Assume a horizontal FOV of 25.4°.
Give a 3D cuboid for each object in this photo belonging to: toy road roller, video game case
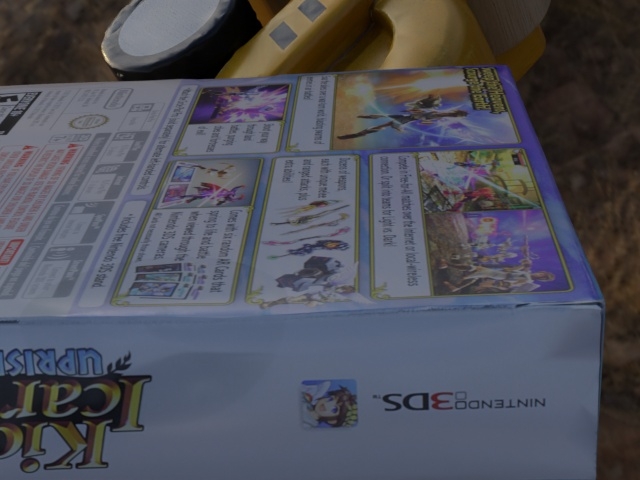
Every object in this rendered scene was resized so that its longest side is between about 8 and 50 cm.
[{"bbox_3d":[0.055,-0.111,0.887,0.329,0.202,0.240,-46,41,-19],"label":"toy road roller"},{"bbox_3d":[-0.041,0.000,0.510,0.244,0.061,0.269,-3,20,3],"label":"video game case"}]
